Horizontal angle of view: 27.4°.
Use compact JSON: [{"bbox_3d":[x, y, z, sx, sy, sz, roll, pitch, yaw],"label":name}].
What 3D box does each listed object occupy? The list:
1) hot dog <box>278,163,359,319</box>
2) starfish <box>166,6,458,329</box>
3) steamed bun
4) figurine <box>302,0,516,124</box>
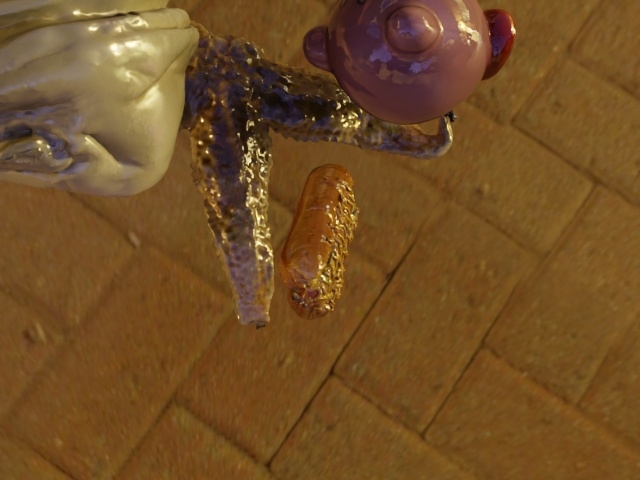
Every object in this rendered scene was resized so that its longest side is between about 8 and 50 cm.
[{"bbox_3d":[0.000,0.000,1.104,0.045,0.071,0.165,1,37,12],"label":"hot dog"},{"bbox_3d":[-0.094,-0.098,1.400,0.432,0.082,0.324,29,66,-9],"label":"starfish"},{"bbox_3d":[-0.283,-0.217,1.139,0.394,0.237,0.346,31,39,17],"label":"steamed bun"},{"bbox_3d":[0.086,-0.203,1.349,0.173,0.173,0.173,1,73,-5],"label":"figurine"}]
